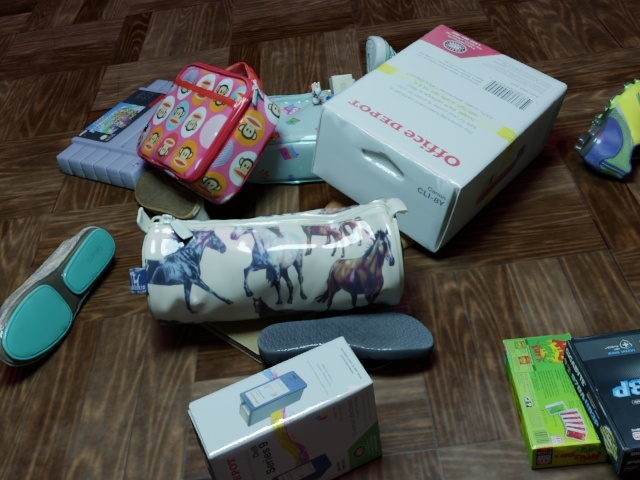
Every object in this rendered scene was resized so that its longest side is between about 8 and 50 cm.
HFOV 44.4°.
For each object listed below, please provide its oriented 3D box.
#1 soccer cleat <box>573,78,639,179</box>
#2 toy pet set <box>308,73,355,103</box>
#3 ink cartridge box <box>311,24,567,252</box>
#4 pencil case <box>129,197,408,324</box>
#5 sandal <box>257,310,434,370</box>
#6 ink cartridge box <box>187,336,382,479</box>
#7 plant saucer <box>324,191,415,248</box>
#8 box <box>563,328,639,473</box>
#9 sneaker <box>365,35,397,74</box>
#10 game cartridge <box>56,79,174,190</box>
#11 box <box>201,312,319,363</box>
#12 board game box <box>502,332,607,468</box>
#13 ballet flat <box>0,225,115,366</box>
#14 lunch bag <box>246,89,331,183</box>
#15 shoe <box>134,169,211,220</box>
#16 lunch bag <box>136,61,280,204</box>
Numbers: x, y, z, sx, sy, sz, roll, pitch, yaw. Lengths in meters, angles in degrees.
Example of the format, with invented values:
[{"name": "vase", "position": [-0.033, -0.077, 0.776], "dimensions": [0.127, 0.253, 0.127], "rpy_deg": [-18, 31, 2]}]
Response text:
[{"name": "soccer cleat", "position": [0.568, -0.204, 1.458], "dimensions": [0.121, 0.093, 0.289], "rpy_deg": [40, 49, 8]}, {"name": "toy pet set", "position": [0.046, -0.280, 1.518], "dimensions": [0.122, 0.065, 0.114], "rpy_deg": [-9, 3, -8]}, {"name": "ink cartridge box", "position": [0.208, -0.193, 1.378], "dimensions": [0.279, 0.160, 0.384], "rpy_deg": [34, 50, 21]}, {"name": "pencil case", "position": [-0.070, 0.027, 1.179], "dimensions": [0.410, 0.184, 0.160], "rpy_deg": [-5, 41, 5]}, {"name": "sandal", "position": [0.038, 0.151, 1.142], "dimensions": [0.254, 0.055, 0.097], "rpy_deg": [-2, 29, 10]}, {"name": "ink cartridge box", "position": [-0.040, 0.235, 0.968], "dimensions": [0.212, 0.154, 0.093], "rpy_deg": [-20, 41, -14]}, {"name": "plant saucer", "position": [0.098, -0.051, 1.390], "dimensions": [0.199, 0.037, 0.200], "rpy_deg": [-6, 39, 5]}, {"name": "box", "position": [0.432, 0.183, 0.954], "dimensions": [0.220, 0.051, 0.175], "rpy_deg": [-7, 39, -3]}, {"name": "sneaker", "position": [0.170, -0.360, 1.626], "dimensions": [0.151, 0.094, 0.256], "rpy_deg": [-1, -5, 4]}, {"name": "game cartridge", "position": [-0.383, -0.246, 1.730], "dimensions": [0.230, 0.068, 0.355], "rpy_deg": [17, 46, 24]}, {"name": "box", "position": [-0.081, 0.096, 1.260], "dimensions": [0.164, 0.021, 0.201], "rpy_deg": [24, 50, 36]}, {"name": "board game box", "position": [0.300, 0.204, 1.020], "dimensions": [0.092, 0.043, 0.181], "rpy_deg": [-6, 39, 4]}, {"name": "ballet flat", "position": [-0.453, 0.096, 1.300], "dimensions": [0.106, 0.108, 0.316], "rpy_deg": [-13, 28, 30]}, {"name": "lunch bag", "position": [-0.039, -0.216, 1.569], "dimensions": [0.279, 0.108, 0.224], "rpy_deg": [-2, 40, 9]}, {"name": "shoe", "position": [-0.284, -0.074, 1.500], "dimensions": [0.219, 0.058, 0.077], "rpy_deg": [28, 84, 43]}, {"name": "lunch bag", "position": [-0.202, -0.221, 1.470], "dimensions": [0.293, 0.120, 0.258], "rpy_deg": [28, 85, 51]}]
